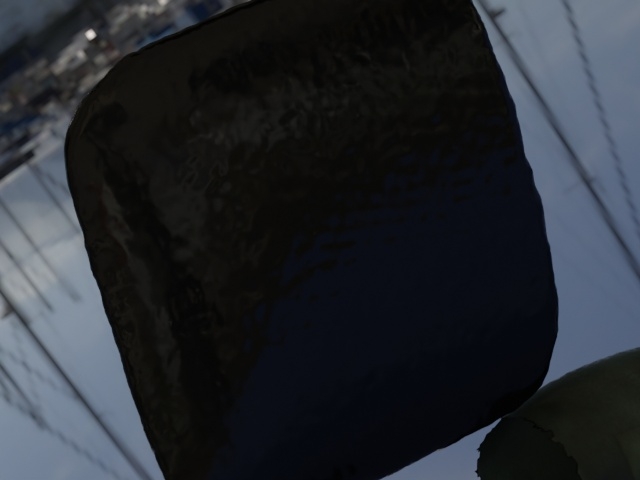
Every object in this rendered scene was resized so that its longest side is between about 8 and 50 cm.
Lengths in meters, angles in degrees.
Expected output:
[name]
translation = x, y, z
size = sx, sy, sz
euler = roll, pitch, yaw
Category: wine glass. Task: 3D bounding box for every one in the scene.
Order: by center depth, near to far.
[wine glass]
translation = 0.249, 0.034, 0.713
size = 0.309, 0.096, 0.264
euler = -20, 163, -31

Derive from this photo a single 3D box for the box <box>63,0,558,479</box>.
[box]
translation = 0.000, 0.000, 0.671
size = 0.201, 0.212, 0.042
euler = -22, -171, -16
